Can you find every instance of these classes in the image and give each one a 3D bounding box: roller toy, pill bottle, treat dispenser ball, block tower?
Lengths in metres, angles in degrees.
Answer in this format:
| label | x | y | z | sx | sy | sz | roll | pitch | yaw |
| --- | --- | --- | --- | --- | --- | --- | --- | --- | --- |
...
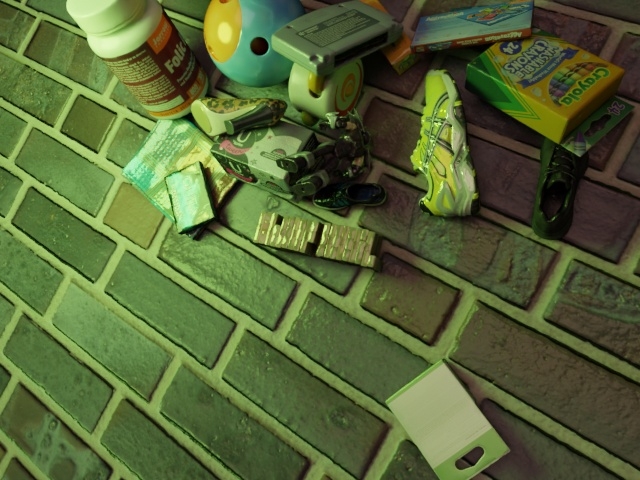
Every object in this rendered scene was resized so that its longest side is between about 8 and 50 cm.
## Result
| label | x | y | z | sx | sy | sz | roll | pitch | yaw |
| --- | --- | --- | --- | --- | --- | --- | --- | --- | --- |
| roller toy | 0.022 | -0.415 | 1.394 | 0.146 | 0.209 | 0.191 | 24 | 63 | 22 |
| pill bottle | -0.502 | -0.545 | 1.493 | 0.224 | 0.392 | 0.224 | -8 | 62 | 15 |
| treat dispenser ball | -0.173 | -0.568 | 1.450 | 0.288 | 0.288 | 0.288 | -4 | 77 | 20 |
| block tower | 0.000 | 0.000 | 1.373 | 0.336 | 0.091 | 0.097 | 13 | 84 | 22 |

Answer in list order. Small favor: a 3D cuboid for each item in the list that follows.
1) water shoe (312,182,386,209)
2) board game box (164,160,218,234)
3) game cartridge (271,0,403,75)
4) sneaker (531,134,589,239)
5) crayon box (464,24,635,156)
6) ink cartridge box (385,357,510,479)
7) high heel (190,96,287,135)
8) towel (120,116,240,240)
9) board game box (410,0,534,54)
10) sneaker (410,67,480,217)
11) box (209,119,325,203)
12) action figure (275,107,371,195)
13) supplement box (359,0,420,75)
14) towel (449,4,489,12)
| label | x | y | z | sx | sy | sz | roll | pitch | yaw |
| --- | --- | --- | --- | --- | --- | --- | --- | --- | --- |
| water shoe | 0.068 | -0.126 | 1.379 | 0.203 | 0.080 | 0.072 | -4 | 77 | 20 |
| board game box | -0.378 | -0.125 | 1.540 | 0.126 | 0.026 | 0.186 | -23 | 73 | 14 |
| game cartridge | 0.036 | -0.514 | 1.322 | 0.297 | 0.062 | 0.198 | -33 | 52 | -26 |
| sneaker | 0.539 | -0.149 | 1.181 | 0.109 | 0.130 | 0.286 | 6 | 80 | 23 |
| crayon box | 0.523 | -0.354 | 1.203 | 0.203 | 0.083 | 0.323 | -39 | 61 | -15 |
| ink cartridge box | 0.285 | 0.412 | 1.198 | 0.171 | 0.056 | 0.235 | -40 | 71 | 9 |
| high heel | -0.218 | -0.344 | 1.400 | 0.186 | 0.093 | 0.261 | -28 | 38 | -30 |
| towel | -0.422 | -0.209 | 1.604 | 0.370 | 0.040 | 0.271 | 40 | 95 | 23 |
| board game box | 0.373 | -0.527 | 1.304 | 0.281 | 0.027 | 0.145 | 1 | 51 | 26 |
| sneaker | 0.287 | -0.242 | 1.288 | 0.147 | 0.145 | 0.384 | -11 | 74 | 18 |
| box | -0.143 | -0.231 | 1.429 | 0.247 | 0.142 | 0.163 | 23 | 73 | 24 |
| action figure | 0.032 | -0.223 | 1.337 | 0.099 | 0.285 | 0.185 | -2 | 118 | 51 |
| supplement box | 0.173 | -0.561 | 1.434 | 0.078 | 0.080 | 0.233 | -35 | 67 | 12 |
| towel | 0.393 | -0.580 | 1.380 | 0.120 | 0.029 | 0.067 | 5 | 80 | 22 |
